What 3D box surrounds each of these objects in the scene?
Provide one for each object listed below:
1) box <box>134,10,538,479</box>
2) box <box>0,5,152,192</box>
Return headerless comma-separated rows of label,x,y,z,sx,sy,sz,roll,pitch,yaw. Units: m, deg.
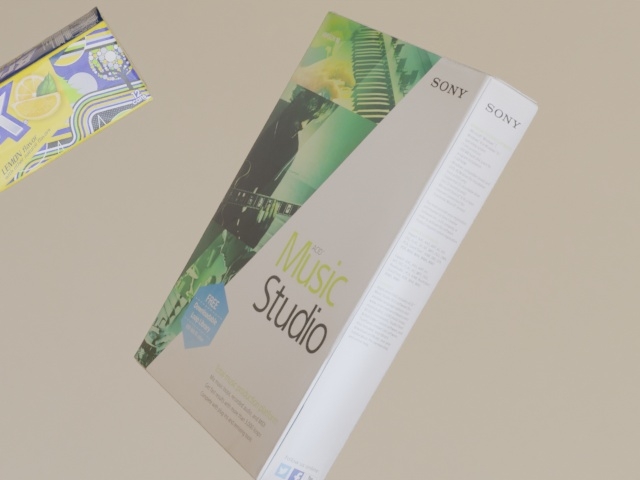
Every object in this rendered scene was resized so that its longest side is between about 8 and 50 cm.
box,0.000,0.000,1.184,0.058,0.322,0.232,29,2,-34
box,-0.189,-0.070,0.971,0.059,0.169,0.054,59,-1,-20
